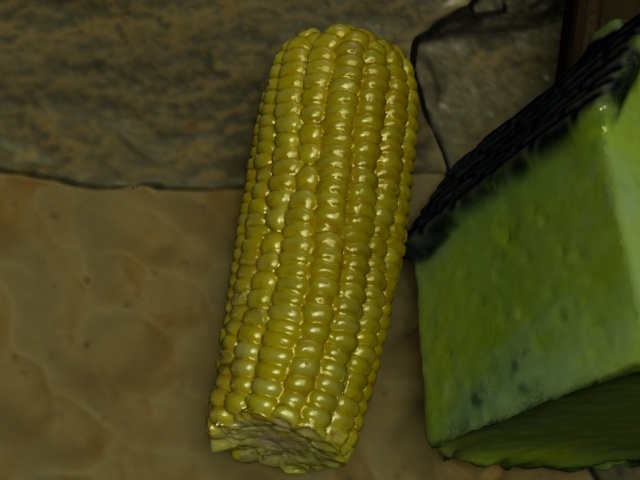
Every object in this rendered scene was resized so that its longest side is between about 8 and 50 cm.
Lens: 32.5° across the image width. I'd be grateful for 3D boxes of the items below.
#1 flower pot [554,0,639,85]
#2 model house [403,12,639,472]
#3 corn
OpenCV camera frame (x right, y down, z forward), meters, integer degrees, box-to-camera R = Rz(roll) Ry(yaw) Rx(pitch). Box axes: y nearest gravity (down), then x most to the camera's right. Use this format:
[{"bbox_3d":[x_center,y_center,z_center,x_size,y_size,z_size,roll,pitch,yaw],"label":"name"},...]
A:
[{"bbox_3d":[0.228,-0.127,0.728,0.179,0.084,0.250,18,68,-15],"label":"flower pot"},{"bbox_3d":[0.151,0.006,0.596,0.170,0.194,0.211,8,63,-27],"label":"model house"},{"bbox_3d":[0.000,0.000,0.595,0.093,0.093,0.244,14,70,-16],"label":"corn"}]
